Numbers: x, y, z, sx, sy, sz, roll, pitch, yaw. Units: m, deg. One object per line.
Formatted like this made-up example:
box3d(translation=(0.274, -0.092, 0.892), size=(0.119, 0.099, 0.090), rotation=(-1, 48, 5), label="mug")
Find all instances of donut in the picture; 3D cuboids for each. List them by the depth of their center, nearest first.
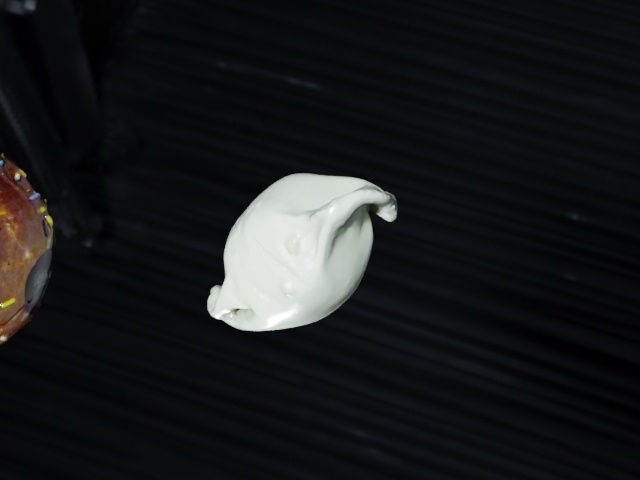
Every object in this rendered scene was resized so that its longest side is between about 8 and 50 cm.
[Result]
box3d(translation=(-0.386, 0.006, 1.402), size=(0.096, 0.216, 0.230), rotation=(9, 101, 62), label="donut")

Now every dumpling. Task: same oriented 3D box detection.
box3d(translation=(0.002, 0.000, 0.980), size=(0.134, 0.100, 0.169), rotation=(-25, -31, -43), label="dumpling")
